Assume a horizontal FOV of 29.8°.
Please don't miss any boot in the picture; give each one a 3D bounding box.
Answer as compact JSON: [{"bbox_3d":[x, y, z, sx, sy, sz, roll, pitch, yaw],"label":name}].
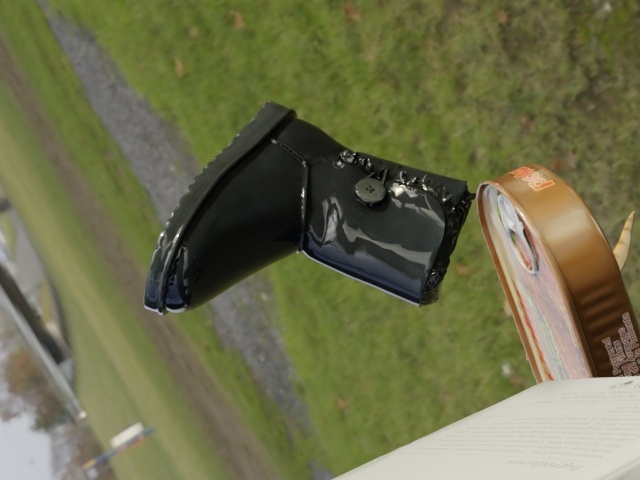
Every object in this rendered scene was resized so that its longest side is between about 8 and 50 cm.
[{"bbox_3d":[0.000,0.000,0.974,0.207,0.246,0.094,24,137,11],"label":"boot"}]

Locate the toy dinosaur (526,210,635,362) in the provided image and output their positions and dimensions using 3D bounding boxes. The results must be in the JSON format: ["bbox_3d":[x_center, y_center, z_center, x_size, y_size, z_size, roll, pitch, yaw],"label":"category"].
[{"bbox_3d":[0.296,0.059,1.295,0.064,0.211,0.112,37,-177,-39],"label":"toy dinosaur"}]

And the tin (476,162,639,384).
[{"bbox_3d":[0.133,0.048,0.632,0.190,0.040,0.106,67,170,-22],"label":"tin"}]

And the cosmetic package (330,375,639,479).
[{"bbox_3d":[0.076,0.187,0.420,0.138,0.224,0.224,-13,93,55],"label":"cosmetic package"}]
